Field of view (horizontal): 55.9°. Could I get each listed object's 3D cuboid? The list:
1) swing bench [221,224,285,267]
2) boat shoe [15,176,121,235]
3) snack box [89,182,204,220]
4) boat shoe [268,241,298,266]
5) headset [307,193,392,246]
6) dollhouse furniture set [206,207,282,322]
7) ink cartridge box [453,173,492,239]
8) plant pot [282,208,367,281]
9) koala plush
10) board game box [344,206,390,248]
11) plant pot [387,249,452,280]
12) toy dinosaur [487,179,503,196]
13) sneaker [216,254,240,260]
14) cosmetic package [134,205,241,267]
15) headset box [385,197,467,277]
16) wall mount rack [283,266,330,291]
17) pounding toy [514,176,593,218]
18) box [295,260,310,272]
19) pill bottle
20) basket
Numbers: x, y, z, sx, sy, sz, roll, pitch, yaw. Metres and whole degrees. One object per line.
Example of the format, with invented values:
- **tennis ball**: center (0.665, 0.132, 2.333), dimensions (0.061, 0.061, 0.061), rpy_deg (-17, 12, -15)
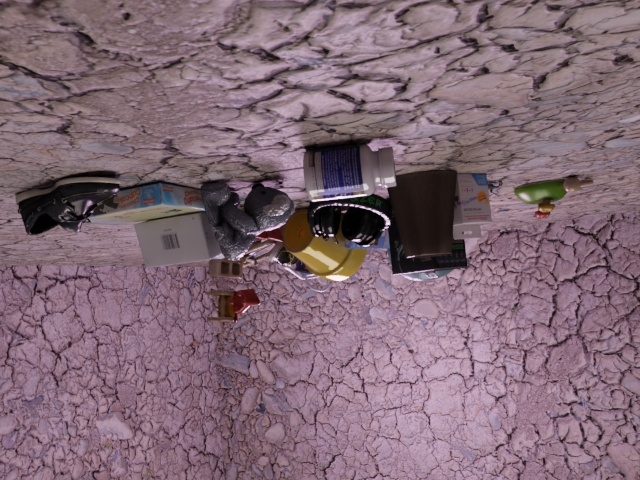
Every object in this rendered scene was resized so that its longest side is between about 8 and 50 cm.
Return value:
- **swing bench**: center (-0.227, 0.008, 2.321), dimensions (0.254, 0.165, 0.253), rpy_deg (-5, 173, 10)
- **boat shoe**: center (-0.589, -0.074, 1.408), dimensions (0.340, 0.113, 0.127), rpy_deg (-8, 173, 27)
- **snack box**: center (-0.489, -0.091, 1.595), dimensions (0.322, 0.060, 0.187), rpy_deg (-7, 176, 24)
- **boat shoe**: center (-0.126, 0.054, 2.179), dimensions (0.070, 0.078, 0.219), rpy_deg (31, -175, 11)
- **headset**: center (0.072, -0.088, 1.849), dimensions (0.243, 0.185, 0.394), rpy_deg (12, 160, -12)
- **dollhouse furniture set**: center (-0.246, 0.077, 1.967), dimensions (0.201, 0.374, 0.152), rpy_deg (-7, 170, 36)
- **ink cartridge box**: center (0.431, -0.098, 1.740), dimensions (0.104, 0.181, 0.061), rpy_deg (-3, 174, -22)
- **plant pot**: center (0.000, 0.000, 2.154), dimensions (0.254, 0.254, 0.239), rpy_deg (-10, 159, 39)
- **koala plush**: center (-0.173, -0.068, 1.589), dimensions (0.221, 0.203, 0.196), rpy_deg (-17, 175, 0)
- **board game box**: center (0.179, -0.051, 2.109), dimensions (0.211, 0.160, 0.039), rpy_deg (0, -167, -45)
- **plant pot**: center (0.371, -0.026, 2.206), dimensions (0.290, 0.290, 0.195), rpy_deg (-7, 139, 16)
- **toy dinosaur**: center (0.531, -0.175, 1.895), dimensions (0.082, 0.047, 0.090), rpy_deg (-12, -146, -44)
- **sneaker**: center (-0.445, 0.009, 2.411), dimensions (0.150, 0.135, 0.366), rpy_deg (1, 169, 29)
- **cosmetic package**: center (-0.371, -0.021, 1.759), dimensions (0.224, 0.138, 0.224), rpy_deg (-8, -168, 24)
- **headset box**: center (0.339, -0.019, 1.954), dimensions (0.131, 0.283, 0.246), rpy_deg (-2, 173, -27)
- **wall mount rack**: center (-0.084, 0.056, 2.594), dimensions (0.304, 0.350, 0.130), rpy_deg (-5, 139, -33)
- **pounding toy**: center (0.776, -0.138, 2.027), dimensions (0.237, 0.110, 0.183), rpy_deg (-10, 173, 42)
- **box**: center (-0.007, 0.033, 2.411), dimensions (0.108, 0.207, 0.153), rpy_deg (10, 174, -35)
- **pill bottle**: center (0.064, -0.146, 1.279), dimensions (0.186, 0.112, 0.112), rpy_deg (-6, 174, 9)
- **basket**: center (0.293, -0.068, 1.692), dimensions (0.204, 0.227, 0.154), rpy_deg (-7, 174, 15)
